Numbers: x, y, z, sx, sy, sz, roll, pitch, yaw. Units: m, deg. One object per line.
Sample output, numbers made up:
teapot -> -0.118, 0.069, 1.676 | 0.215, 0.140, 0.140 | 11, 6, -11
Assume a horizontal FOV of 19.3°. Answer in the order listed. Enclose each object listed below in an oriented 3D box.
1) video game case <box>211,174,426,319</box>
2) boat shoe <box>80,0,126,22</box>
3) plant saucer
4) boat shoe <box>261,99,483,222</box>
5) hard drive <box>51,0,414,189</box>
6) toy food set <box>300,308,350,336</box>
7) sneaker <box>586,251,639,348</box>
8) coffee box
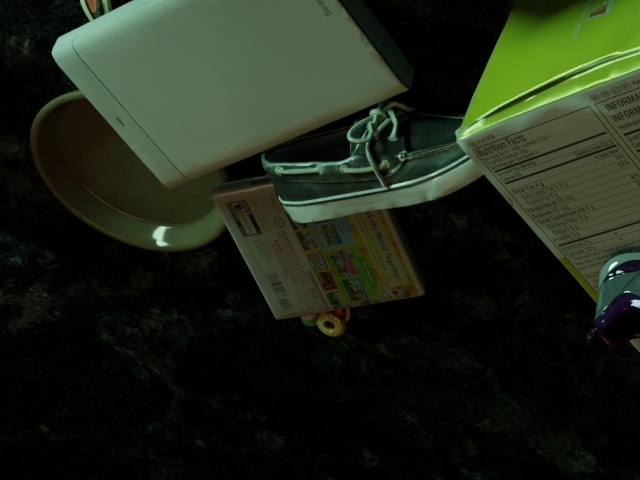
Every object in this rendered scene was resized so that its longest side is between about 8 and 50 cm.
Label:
video game case -> 0.000, 0.000, 2.350 | 0.206, 0.026, 0.227 | -10, 130, 20
boat shoe -> -0.233, -0.246, 2.211 | 0.043, 0.049, 0.137 | -9, 126, 31
plant saucer -> -0.235, -0.095, 2.385 | 0.278, 0.041, 0.278 | 14, 140, 12
boat shoe -> 0.072, -0.107, 2.154 | 0.306, 0.113, 0.105 | -10, 124, 35
hard drive -> -0.103, -0.203, 2.148 | 0.353, 0.047, 0.233 | -21, 123, 30
toy food set -> -0.001, 0.090, 2.485 | 0.083, 0.020, 0.083 | 21, 141, 5
sneaker -> 0.350, 0.063, 1.678 | 0.224, 0.098, 0.083 | -5, 133, 32
coffee box -> 0.391, -0.146, 1.769 | 0.338, 0.337, 0.334 | -20, 124, 42
